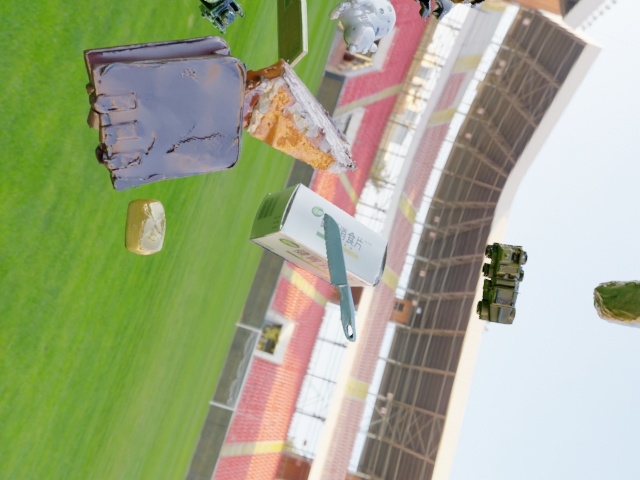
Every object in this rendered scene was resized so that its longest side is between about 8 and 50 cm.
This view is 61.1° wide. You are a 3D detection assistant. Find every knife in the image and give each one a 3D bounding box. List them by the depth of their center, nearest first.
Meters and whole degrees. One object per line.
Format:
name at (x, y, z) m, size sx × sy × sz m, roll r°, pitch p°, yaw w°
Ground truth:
knife at (0.043, 0.087, 1.189) m, size 0.019 × 0.044 × 0.313 m, roll -59°, pitch 142°, yaw -65°

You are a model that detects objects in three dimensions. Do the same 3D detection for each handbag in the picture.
handbag at (-0.219, -0.181, 0.778) m, size 0.074 × 0.216 × 0.203 m, roll 58°, pitch -27°, yaw 36°

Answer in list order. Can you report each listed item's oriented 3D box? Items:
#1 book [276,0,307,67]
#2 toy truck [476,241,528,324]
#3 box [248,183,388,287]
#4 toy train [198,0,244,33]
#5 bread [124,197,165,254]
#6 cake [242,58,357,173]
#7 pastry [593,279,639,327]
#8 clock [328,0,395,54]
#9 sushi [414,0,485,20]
book at (-0.083, -0.609, 1.529) m, size 0.170 × 0.018 × 0.242 m, roll -14°, pitch -104°, yaw 61°
toy truck at (0.572, 0.140, 1.699) m, size 0.127 × 0.127 × 0.257 m, roll -52°, pitch 150°, yaw -79°
box at (0.002, 0.001, 1.431) m, size 0.173 × 0.333 × 0.145 m, roll -8°, pitch -124°, yaw 57°
toy train at (-0.260, -0.579, 1.290) m, size 0.083 × 0.132 × 0.200 m, roll -40°, pitch -137°, yaw 1°
bread at (-0.344, -0.028, 1.082) m, size 0.082 × 0.056 × 0.115 m, roll 11°, pitch 85°, yaw -50°
cake at (-0.033, -0.215, 0.968) m, size 0.135 × 0.287 × 0.098 m, roll -46°, pitch -147°, yaw 28°
pastry at (0.889, 0.169, 1.437) m, size 0.329 × 0.329 × 0.136 m, roll 134°, pitch -44°, yaw -81°
clock at (0.113, -0.500, 1.273) m, size 0.176 × 0.117 × 0.080 m, roll -26°, pitch -175°, yaw -35°
sushi at (0.221, -0.485, 0.864) m, size 0.204 × 0.200 × 0.213 m, roll -14°, pitch -140°, yaw 54°
